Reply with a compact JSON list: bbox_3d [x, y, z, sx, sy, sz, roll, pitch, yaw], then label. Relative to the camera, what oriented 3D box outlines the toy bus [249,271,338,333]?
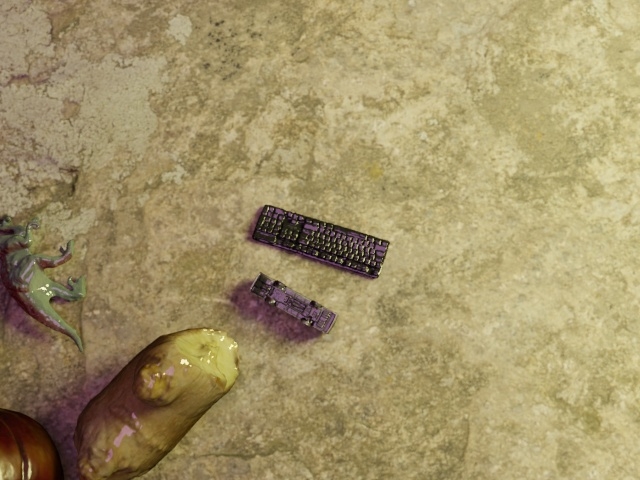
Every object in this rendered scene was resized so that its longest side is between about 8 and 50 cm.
[{"bbox_3d":[-0.037,0.090,1.612,0.130,0.052,0.037,28,85,12],"label":"toy bus"}]

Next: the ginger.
[{"bbox_3d":[-0.226,0.217,1.523,0.130,0.221,0.276,43,75,2],"label":"ginger"}]

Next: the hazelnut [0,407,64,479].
[{"bbox_3d":[-0.458,0.321,1.519,0.229,0.229,0.230,-1,77,4],"label":"hazelnut"}]

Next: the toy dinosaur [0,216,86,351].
[{"bbox_3d":[-0.418,0.066,1.644,0.167,0.053,0.242,-22,77,0],"label":"toy dinosaur"}]

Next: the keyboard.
[{"bbox_3d":[0.000,0.000,1.648,0.195,0.018,0.060,17,76,7],"label":"keyboard"}]
